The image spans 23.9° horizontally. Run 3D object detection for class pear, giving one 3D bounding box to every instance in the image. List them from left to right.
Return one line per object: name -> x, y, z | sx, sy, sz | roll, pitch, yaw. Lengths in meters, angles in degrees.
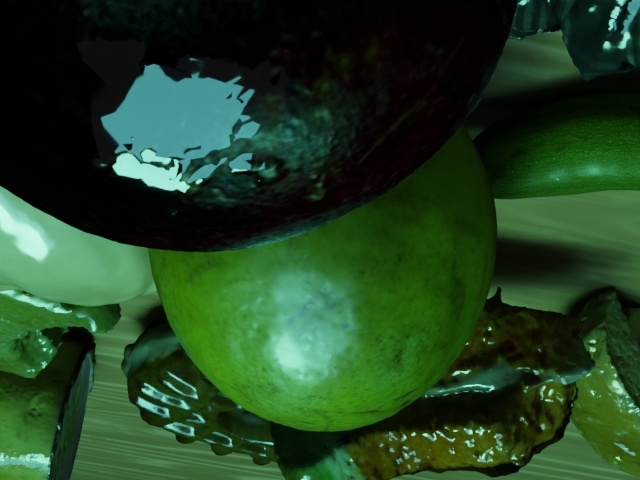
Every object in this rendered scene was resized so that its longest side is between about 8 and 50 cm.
pear -> -0.003, 0.000, 1.068 | 0.252, 0.253, 0.307 | 7, 130, 4

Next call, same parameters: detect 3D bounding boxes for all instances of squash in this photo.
squash -> 0.214, -0.064, 1.065 | 0.318, 0.071, 0.080 | 3, 115, 39

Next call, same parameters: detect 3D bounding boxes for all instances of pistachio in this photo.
pistachio -> -0.215, -0.067, 1.116 | 0.193, 0.214, 0.318 | 45, 175, 42

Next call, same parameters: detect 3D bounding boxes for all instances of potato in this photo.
potato -> -0.402, 0.186, 1.706 | 0.266, 0.229, 0.229 | 14, 156, -5

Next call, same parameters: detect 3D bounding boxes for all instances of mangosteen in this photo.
mangosteen -> -0.059, -0.137, 0.743 | 0.330, 0.330, 0.330 | 8, 156, 3

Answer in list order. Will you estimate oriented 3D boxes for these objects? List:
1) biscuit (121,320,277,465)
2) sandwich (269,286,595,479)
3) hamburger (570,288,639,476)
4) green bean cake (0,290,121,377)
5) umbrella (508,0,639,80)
biscuit -> -0.051, 0.167, 1.672 | 0.332, 0.103, 0.332 | 8, 156, 4
sandwich -> 0.092, 0.108, 1.344 | 0.301, 0.250, 0.162 | -5, 136, 18
hamburger -> 0.287, 0.146, 1.463 | 0.155, 0.135, 0.207 | -14, 145, 38
green bean cake -> -0.314, 0.027, 1.422 | 0.233, 0.124, 0.236 | 21, 153, -24
umbrella -> 0.134, -0.153, 0.872 | 0.336, 0.128, 0.154 | -5, 132, 45
